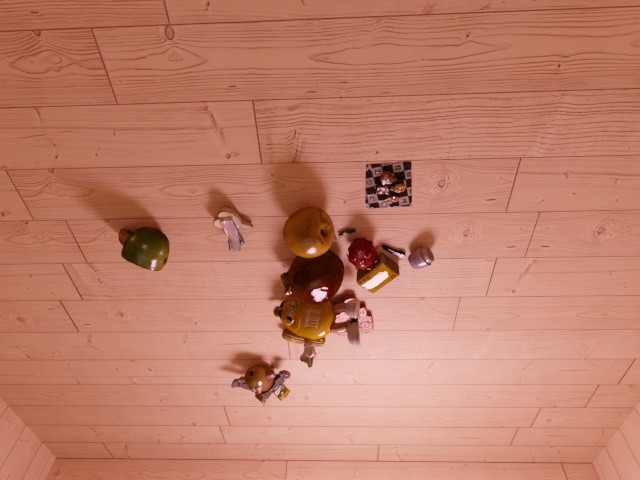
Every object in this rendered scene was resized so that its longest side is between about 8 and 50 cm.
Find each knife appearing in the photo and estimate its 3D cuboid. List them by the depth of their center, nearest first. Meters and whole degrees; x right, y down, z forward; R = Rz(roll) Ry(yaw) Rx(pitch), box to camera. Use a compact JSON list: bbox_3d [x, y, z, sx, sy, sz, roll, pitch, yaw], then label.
[{"bbox_3d":[0.323,0.048,1.920,0.121,0.018,0.031,24,133,-16],"label":"knife"}]

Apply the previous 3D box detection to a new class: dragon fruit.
[{"bbox_3d":[0.179,0.062,1.870,0.133,0.136,0.166,-26,144,11],"label":"dragon fruit"}]

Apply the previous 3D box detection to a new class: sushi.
[{"bbox_3d":[0.269,-0.203,1.703,0.192,0.040,0.210,-3,129,5],"label":"sushi"}]

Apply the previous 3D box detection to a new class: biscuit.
[{"bbox_3d":[0.146,0.396,2.188,0.306,0.043,0.284,28,118,-25],"label":"biscuit"}]

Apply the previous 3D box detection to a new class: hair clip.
[{"bbox_3d":[-0.365,-0.053,1.830,0.159,0.071,0.218,-8,134,5],"label":"hair clip"}]

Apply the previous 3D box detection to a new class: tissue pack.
[{"bbox_3d":[0.258,0.152,1.965,0.120,0.082,0.169,35,122,-25],"label":"tissue pack"}]

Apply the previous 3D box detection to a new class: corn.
[{"bbox_3d":[-0.088,0.506,2.271,0.231,0.080,0.080,9,129,-3],"label":"corn"}]

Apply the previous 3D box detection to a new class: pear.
[{"bbox_3d":[-0.053,-0.032,1.752,0.209,0.209,0.209,1,129,1],"label":"pear"}]

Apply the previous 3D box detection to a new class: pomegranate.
[{"bbox_3d":[-0.743,0.015,1.858,0.190,0.241,0.159,23,93,-42],"label":"pomegranate"}]

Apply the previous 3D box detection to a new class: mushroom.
[{"bbox_3d":[-0.039,0.172,1.909,0.283,0.195,0.263,-15,122,23],"label":"mushroom"}]

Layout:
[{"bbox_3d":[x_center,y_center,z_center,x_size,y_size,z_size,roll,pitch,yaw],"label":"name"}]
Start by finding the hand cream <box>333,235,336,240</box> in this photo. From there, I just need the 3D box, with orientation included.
[{"bbox_3d":[0.000,0.000,1.877,0.142,0.053,0.084,-11,129,24],"label":"hand cream"}]

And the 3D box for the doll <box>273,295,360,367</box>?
[{"bbox_3d":[0.002,0.381,2.033,0.423,0.348,0.161,-28,159,12],"label":"doll"}]

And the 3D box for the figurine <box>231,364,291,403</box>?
[{"bbox_3d":[-0.326,0.801,2.454,0.342,0.167,0.285,-28,134,-3],"label":"figurine"}]

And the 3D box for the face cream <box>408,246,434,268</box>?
[{"bbox_3d":[0.438,0.076,1.893,0.095,0.091,0.091,-30,122,33],"label":"face cream"}]

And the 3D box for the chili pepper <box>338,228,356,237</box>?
[{"bbox_3d":[0.114,-0.035,1.859,0.083,0.022,0.027,-19,93,18],"label":"chili pepper"}]
